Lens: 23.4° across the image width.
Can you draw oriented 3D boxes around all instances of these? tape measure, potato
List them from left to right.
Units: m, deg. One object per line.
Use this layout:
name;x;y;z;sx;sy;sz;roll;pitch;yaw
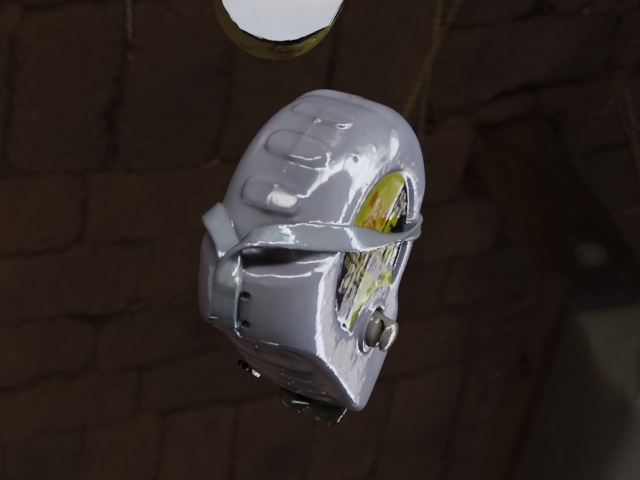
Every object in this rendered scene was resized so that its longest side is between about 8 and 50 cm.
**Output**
potato;-0.033;-0.152;1.040;0.066;0.096;0.103;-58;172;-10
tape measure;0.000;0.000;1.039;0.197;0.120;0.236;-66;158;-14
